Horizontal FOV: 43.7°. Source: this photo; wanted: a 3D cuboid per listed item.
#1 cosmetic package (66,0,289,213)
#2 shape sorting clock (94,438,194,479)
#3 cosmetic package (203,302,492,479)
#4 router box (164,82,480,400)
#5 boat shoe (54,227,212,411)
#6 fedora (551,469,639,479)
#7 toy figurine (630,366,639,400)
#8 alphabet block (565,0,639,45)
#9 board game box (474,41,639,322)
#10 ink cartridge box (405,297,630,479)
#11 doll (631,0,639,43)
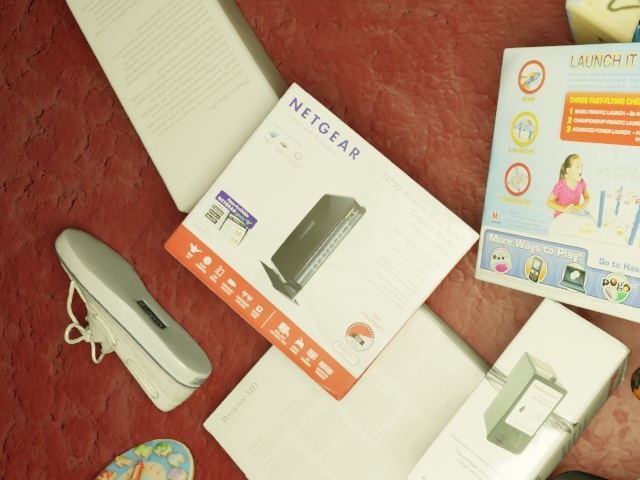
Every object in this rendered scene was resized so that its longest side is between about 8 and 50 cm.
[{"bbox_3d":[-0.211,-0.281,1.339,0.230,0.161,0.453,-34,73,13],"label":"cosmetic package"},{"bbox_3d":[-0.299,0.404,1.296,0.206,0.206,0.040,-21,118,18],"label":"shape sorting clock"},{"bbox_3d":[0.044,0.247,1.212,0.284,0.097,0.377,45,100,18],"label":"cosmetic package"},{"bbox_3d":[0.000,0.000,1.131,0.335,0.082,0.301,40,98,8],"label":"router box"},{"bbox_3d":[-0.355,0.149,1.374,0.367,0.136,0.156,44,104,10],"label":"boat shoe"},{"bbox_3d":[0.348,0.401,1.002,0.152,0.334,0.334,33,97,53],"label":"fedora"},{"bbox_3d":[0.471,0.121,0.997,0.148,0.213,0.209,7,89,32],"label":"toy figurine"},{"bbox_3d":[0.467,-0.303,1.056,0.197,0.193,0.192,44,102,20],"label":"alphabet block"},{"bbox_3d":[0.338,-0.072,0.937,0.308,0.086,0.301,16,102,52],"label":"board game box"},{"bbox_3d":[0.260,0.240,1.033,0.121,0.211,0.289,37,83,26],"label":"ink cartridge box"},{"bbox_3d":[0.430,-0.234,0.934,0.129,0.046,0.189,-34,67,25],"label":"doll"}]
